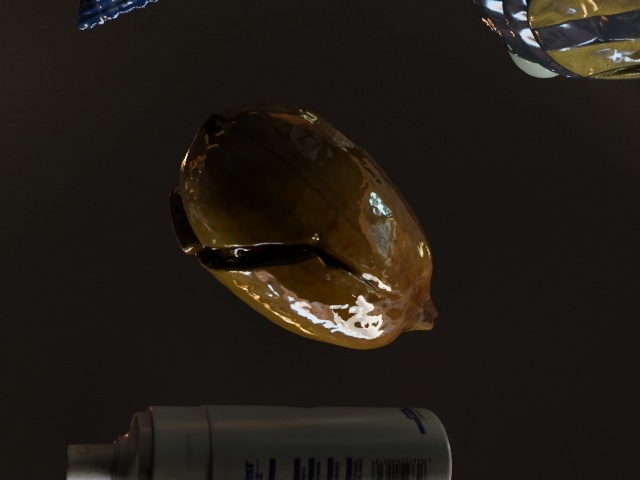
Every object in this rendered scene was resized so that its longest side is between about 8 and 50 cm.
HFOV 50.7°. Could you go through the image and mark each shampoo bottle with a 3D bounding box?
[{"bbox_3d":[-0.046,0.180,0.549,0.303,0.092,0.092,6,-94,-20],"label":"shampoo bottle"}]

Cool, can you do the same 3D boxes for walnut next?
[{"bbox_3d":[0.000,0.000,0.707,0.336,0.209,0.209,37,-88,-16],"label":"walnut"}]

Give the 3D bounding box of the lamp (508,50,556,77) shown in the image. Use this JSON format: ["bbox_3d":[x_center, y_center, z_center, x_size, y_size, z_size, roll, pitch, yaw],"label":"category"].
[{"bbox_3d":[0.273,-0.273,0.863,0.106,0.193,0.106,-2,-93,38],"label":"lamp"}]

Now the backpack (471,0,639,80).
[{"bbox_3d":[0.246,-0.222,0.585,0.258,0.206,0.133,0,-119,43],"label":"backpack"}]

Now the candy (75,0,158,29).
[{"bbox_3d":[-0.261,-0.393,0.681,0.187,0.077,0.331,-12,-57,26],"label":"candy"}]
